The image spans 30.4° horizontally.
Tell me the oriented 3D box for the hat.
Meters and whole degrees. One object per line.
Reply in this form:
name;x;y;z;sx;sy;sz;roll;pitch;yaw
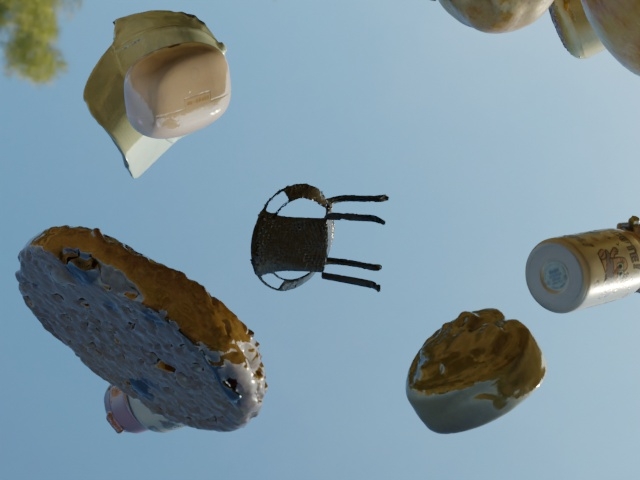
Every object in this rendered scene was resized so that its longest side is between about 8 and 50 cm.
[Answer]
hat;-0.288;-0.263;2.126;0.168;0.258;0.301;-11;-145;34

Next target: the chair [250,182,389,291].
chair;0.000;0.000;1.846;0.213;0.174;0.149;4;-165;-1

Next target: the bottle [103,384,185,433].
bottle;-0.208;0.212;1.665;0.110;0.233;0.110;28;-129;-43

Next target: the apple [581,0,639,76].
apple;0.436;-0.308;1.350;0.286;0.286;0.233;7;-117;-19

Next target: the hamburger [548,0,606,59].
hamburger;0.400;-0.353;1.841;0.081;0.141;0.126;-10;-163;16

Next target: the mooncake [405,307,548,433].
mooncake;0.242;0.210;1.931;0.117;0.235;0.235;58;-155;-21

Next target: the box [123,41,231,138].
box;-0.228;-0.242;1.899;0.088;0.146;0.200;19;-148;39

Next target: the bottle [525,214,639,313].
bottle;0.363;0.026;1.524;0.209;0.110;0.097;-10;-164;-44

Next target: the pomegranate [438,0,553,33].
pomegranate;0.238;-0.373;1.553;0.196;0.196;0.196;14;-148;-9

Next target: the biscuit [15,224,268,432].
biscuit;-0.179;0.088;1.203;0.296;0.296;0.075;29;-121;14
